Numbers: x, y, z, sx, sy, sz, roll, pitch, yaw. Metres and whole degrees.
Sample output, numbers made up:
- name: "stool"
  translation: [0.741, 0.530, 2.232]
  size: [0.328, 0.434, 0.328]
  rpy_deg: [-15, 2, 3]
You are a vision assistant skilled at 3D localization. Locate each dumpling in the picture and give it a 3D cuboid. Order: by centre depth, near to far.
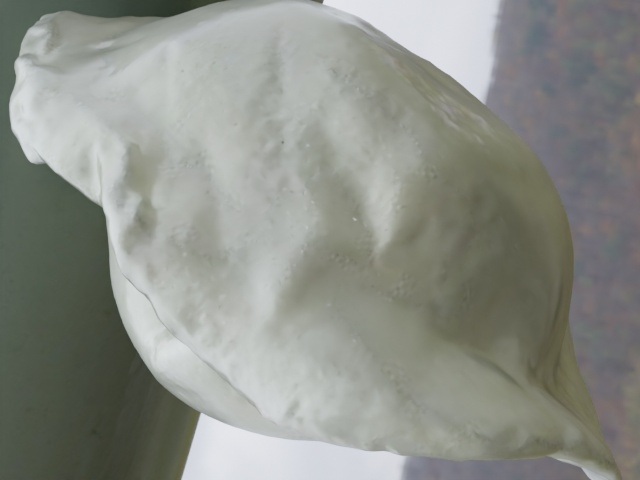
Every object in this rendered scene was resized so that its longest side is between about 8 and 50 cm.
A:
- name: "dumpling"
  translation: [0.000, 0.000, 0.509]
  size: [0.132, 0.250, 0.162]
  rpy_deg: [-54, -7, 19]

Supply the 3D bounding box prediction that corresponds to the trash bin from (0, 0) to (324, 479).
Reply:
- name: "trash bin"
  translation: [-0.156, -0.033, 0.706]
  size: [0.280, 0.280, 0.432]
  rpy_deg: [-35, -39, -72]
